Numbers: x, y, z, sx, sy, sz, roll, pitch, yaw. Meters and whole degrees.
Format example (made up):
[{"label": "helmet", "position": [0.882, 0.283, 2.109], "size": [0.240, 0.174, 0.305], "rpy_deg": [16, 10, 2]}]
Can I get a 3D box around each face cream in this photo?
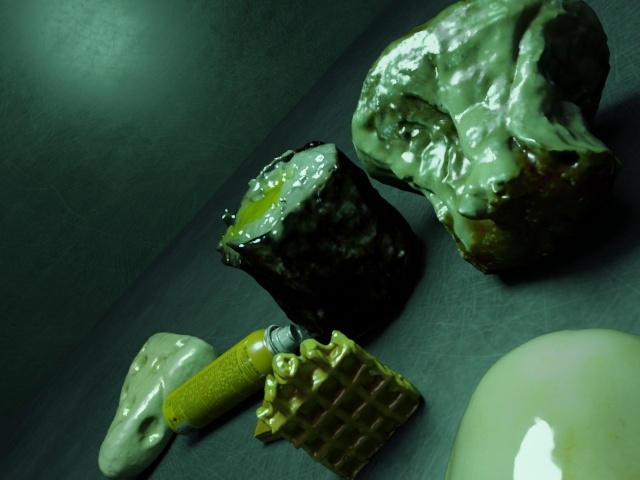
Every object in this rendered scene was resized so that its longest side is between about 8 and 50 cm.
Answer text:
[{"label": "face cream", "position": [-0.175, 0.277, 0.971], "size": [0.348, 0.105, 0.105], "rpy_deg": [-38, 26, 21]}]

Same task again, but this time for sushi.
[{"label": "sushi", "position": [-0.001, -0.002, 0.872], "size": [0.281, 0.294, 0.299], "rpy_deg": [-12, 42, 51]}]

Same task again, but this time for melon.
[{"label": "melon", "position": [0.198, 0.208, 0.330], "size": [0.223, 0.223, 0.317], "rpy_deg": [-22, 33, 43]}]

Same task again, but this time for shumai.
[{"label": "shumai", "position": [0.242, -0.124, 0.688], "size": [0.397, 0.324, 0.323], "rpy_deg": [-32, 45, 33]}]

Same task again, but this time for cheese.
[{"label": "cheese", "position": [-0.433, 0.389, 1.195], "size": [0.328, 0.129, 0.351], "rpy_deg": [0, 50, 55]}]

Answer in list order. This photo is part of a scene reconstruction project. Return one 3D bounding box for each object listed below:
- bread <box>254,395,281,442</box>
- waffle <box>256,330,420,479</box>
[{"label": "bread", "position": [-0.071, 0.304, 0.848], "size": [0.090, 0.035, 0.094], "rpy_deg": [-31, 30, 34]}, {"label": "waffle", "position": [0.018, 0.209, 0.633], "size": [0.160, 0.211, 0.055], "rpy_deg": [-47, 25, 0]}]
